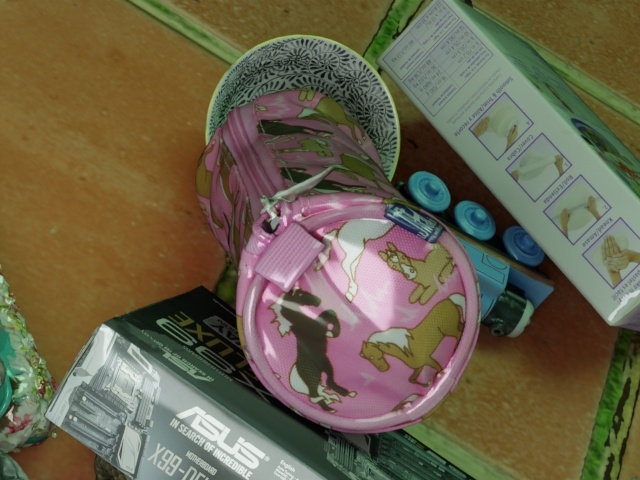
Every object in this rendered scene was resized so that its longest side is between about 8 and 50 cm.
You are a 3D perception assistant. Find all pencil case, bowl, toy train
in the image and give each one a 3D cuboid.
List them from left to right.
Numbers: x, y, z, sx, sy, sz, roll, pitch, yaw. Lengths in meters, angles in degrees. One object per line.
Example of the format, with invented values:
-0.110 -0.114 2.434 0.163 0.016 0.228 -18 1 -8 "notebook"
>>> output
-0.024 -0.086 1.492 0.170 0.170 0.080 22 -6 -16 "bowl"
0.000 0.000 1.262 0.160 0.167 0.386 1 15 -8 "pencil case"
0.114 0.018 1.508 0.184 0.080 0.105 29 45 -10 "toy train"

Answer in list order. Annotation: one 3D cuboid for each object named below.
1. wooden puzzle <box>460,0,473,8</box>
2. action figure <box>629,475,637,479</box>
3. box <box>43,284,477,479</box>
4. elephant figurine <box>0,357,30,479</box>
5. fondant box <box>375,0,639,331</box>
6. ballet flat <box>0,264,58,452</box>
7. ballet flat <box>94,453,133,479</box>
0.144 -0.252 1.899 0.049 0.006 0.083 19 38 -19 "wooden puzzle"
0.279 0.269 1.225 0.285 0.099 0.185 19 60 18 "action figure"
-0.006 0.154 1.153 0.307 0.076 0.242 35 8 7 "box"
-0.207 0.181 1.020 0.169 0.186 0.239 -35 99 -17 "elephant figurine"
0.223 -0.063 1.596 0.330 0.096 0.238 49 15 23 "fondant box"
-0.245 0.050 1.208 0.077 0.091 0.241 35 25 -57 "ballet flat"
-0.045 0.205 1.193 0.250 0.058 0.084 31 10 -13 "ballet flat"
